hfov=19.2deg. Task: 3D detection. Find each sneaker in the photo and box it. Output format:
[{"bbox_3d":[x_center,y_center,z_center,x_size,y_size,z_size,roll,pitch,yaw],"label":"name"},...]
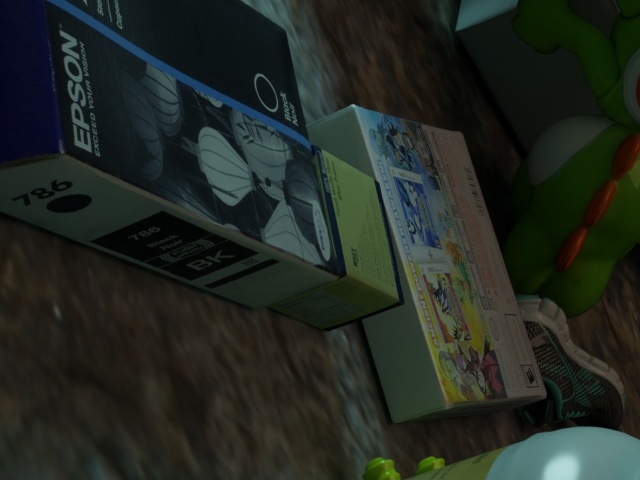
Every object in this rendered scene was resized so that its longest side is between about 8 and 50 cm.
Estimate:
[{"bbox_3d":[0.171,0.111,1.404,0.166,0.065,0.076,44,50,-38],"label":"sneaker"}]

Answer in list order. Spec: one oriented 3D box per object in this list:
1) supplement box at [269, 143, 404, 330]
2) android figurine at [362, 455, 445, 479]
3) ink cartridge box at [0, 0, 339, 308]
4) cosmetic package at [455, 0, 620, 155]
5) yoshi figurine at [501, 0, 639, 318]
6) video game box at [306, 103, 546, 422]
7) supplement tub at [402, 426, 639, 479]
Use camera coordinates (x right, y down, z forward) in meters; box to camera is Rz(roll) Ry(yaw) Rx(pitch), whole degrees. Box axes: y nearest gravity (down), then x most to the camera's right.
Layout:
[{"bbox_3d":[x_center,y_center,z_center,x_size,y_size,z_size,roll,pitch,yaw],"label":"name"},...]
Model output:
[{"bbox_3d":[0.000,0.000,1.115,0.083,0.056,0.083,26,47,-57],"label":"supplement box"},{"bbox_3d":[0.102,0.244,1.066,0.248,0.056,0.273,12,47,-56],"label":"android figurine"},{"bbox_3d":[-0.107,-0.079,0.951,0.333,0.065,0.165,22,51,-58],"label":"ink cartridge box"},{"bbox_3d":[0.234,-0.174,1.657,0.224,0.138,0.224,58,26,-26],"label":"cosmetic package"},{"bbox_3d":[0.249,-0.112,1.480,0.203,0.362,0.203,35,6,36],"label":"yoshi figurine"},{"bbox_3d":[0.074,0.019,1.270,0.187,0.048,0.205,9,62,-65],"label":"video game box"},{"bbox_3d":[0.056,0.205,0.740,0.228,0.316,0.228,46,32,-40],"label":"supplement tub"}]
